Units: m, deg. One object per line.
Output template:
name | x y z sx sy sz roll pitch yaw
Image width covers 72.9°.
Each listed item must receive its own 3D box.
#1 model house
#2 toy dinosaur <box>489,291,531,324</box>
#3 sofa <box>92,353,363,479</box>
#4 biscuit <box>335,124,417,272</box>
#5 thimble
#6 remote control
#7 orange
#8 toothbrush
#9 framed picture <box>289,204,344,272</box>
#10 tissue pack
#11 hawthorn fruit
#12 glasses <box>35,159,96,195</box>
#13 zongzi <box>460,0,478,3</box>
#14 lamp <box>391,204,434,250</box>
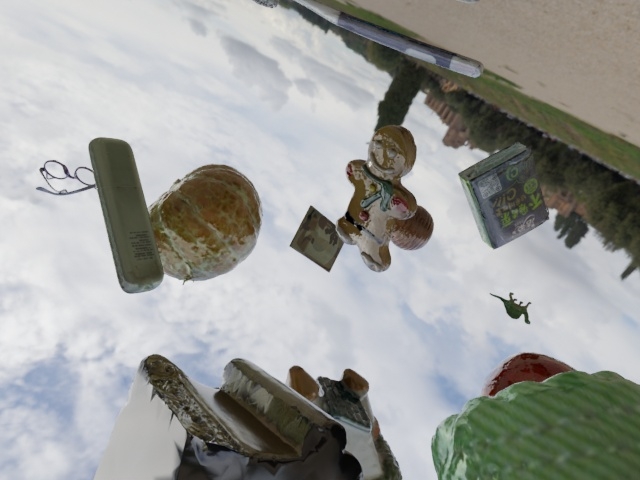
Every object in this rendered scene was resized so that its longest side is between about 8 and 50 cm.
model house | -0.014 0.335 0.792 0.271 0.300 0.190 -14 -161 -6
toy dinosaur | 0.483 0.166 1.095 0.120 0.029 0.060 26 -113 1
sofa | -0.095 0.253 0.400 0.182 0.258 0.200 25 171 -38
biscuit | 0.111 -0.092 0.895 0.049 0.301 0.197 -14 -137 -40
thimble | 0.214 0.217 0.372 0.219 0.219 0.150 14 -136 -25
remote control | -0.370 -0.052 0.828 0.090 0.038 0.309 -9 -99 -56
orange | -0.297 -0.042 1.103 0.249 0.329 0.329 58 -162 -21
toothbrush | 0.040 -0.234 0.473 0.288 0.026 0.024 28 -177 14
framed picture | 0.000 0.000 1.302 0.010 0.136 0.201 17 166 43
tissue pack | 0.473 -0.110 1.110 0.235 0.173 0.073 57 -174 -30
hawthorn fruit | 0.322 0.255 0.643 0.189 0.189 0.189 21 -153 -11
glasses | -0.582 -0.122 0.976 0.140 0.062 0.103 11 -136 -8
zongzi | 0.166 -0.495 0.518 0.323 0.360 0.160 -15 -118 -34
lamp | 0.256 -0.038 1.232 0.136 0.136 0.136 21 -153 -11
